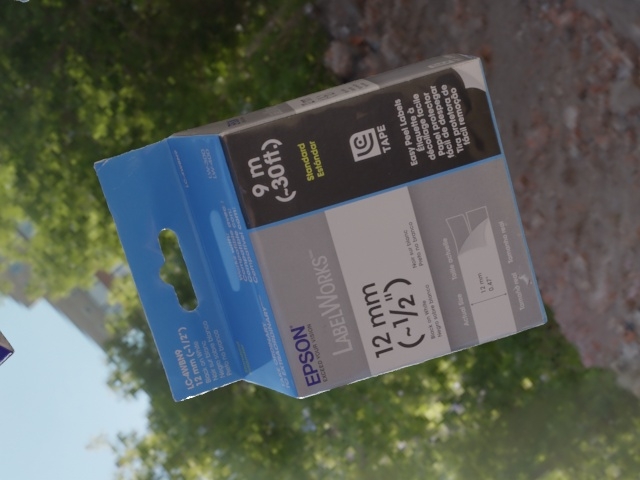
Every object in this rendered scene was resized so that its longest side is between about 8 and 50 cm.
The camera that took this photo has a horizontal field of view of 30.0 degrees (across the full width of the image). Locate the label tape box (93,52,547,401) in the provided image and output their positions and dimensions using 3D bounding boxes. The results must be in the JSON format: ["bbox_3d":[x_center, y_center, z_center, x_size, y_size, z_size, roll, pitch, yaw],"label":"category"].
[{"bbox_3d":[0.000,0.000,1.069,0.115,0.348,0.249,-126,20,-76],"label":"label tape box"}]

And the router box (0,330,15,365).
[{"bbox_3d":[-0.446,-0.022,1.006,0.301,0.082,0.335,46,179,27],"label":"router box"}]
